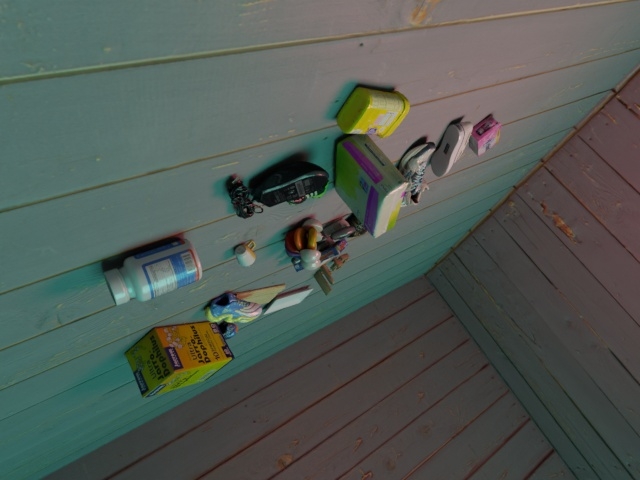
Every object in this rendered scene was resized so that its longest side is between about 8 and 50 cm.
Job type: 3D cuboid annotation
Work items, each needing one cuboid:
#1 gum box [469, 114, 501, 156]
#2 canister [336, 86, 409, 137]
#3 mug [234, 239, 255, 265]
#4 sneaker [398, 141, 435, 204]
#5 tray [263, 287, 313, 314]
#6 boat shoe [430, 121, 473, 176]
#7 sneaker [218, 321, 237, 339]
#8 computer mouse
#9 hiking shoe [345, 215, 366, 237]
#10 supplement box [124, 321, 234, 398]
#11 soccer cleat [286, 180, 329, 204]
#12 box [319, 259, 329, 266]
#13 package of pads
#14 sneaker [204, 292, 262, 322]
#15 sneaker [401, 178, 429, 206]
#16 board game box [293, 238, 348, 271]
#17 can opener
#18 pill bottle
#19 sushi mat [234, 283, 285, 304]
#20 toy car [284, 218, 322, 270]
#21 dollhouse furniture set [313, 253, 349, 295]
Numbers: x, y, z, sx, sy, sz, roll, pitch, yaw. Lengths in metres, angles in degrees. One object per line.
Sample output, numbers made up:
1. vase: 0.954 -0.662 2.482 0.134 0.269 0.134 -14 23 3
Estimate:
1. gum box: 0.668 -0.425 1.749 0.107 0.062 0.188 -38 160 11
2. canister: 0.137 -0.332 1.121 0.170 0.073 0.126 -11 150 -45
3. mug: -0.254 0.038 1.429 0.062 0.078 0.064 -2 152 8
4. sneaker: 0.345 -0.241 1.589 0.110 0.122 0.283 -17 155 -40
5. tray: -0.168 0.303 2.212 0.270 0.030 0.145 -11 150 -48
6. boat shoe: 0.502 -0.348 1.639 0.088 0.096 0.267 -22 150 -17
7. sneaker: -0.494 0.442 1.980 0.221 0.083 0.087 -35 148 -11
8. computer mouse: -0.113 -0.156 1.164 0.273 0.072 0.188 -18 161 -6
9. hiking shoe: 0.154 -0.066 1.757 0.114 0.086 0.226 -29 161 -22
10. supplement box: -0.557 0.469 1.741 0.195 0.194 0.357 -40 160 17
11. soccer cleat: -0.045 -0.154 1.292 0.179 0.060 0.072 -22 149 -47
12. box: -0.006 0.084 1.953 0.081 0.028 0.136 -35 158 5
13. package of pads: 0.139 -0.162 1.294 0.101 0.229 0.296 -32 160 -12
14. sneaker: -0.338 0.270 1.733 0.240 0.091 0.126 -4 141 -32
15. sneaker: 0.329 -0.168 1.741 0.099 0.121 0.262 -14 153 -42
16. board game box: 0.002 0.058 1.746 0.201 0.035 0.136 -24 -173 25
17. can opener: 0.000 0.000 1.686 0.281 0.074 0.093 -29 177 -7
18. pill bottle: -0.438 0.085 1.129 0.222 0.124 0.124 -21 157 -30
19. sushi mat: -0.301 0.261 1.920 0.151 0.019 0.317 -44 158 29
20. toy car: -0.064 0.015 1.560 0.137 0.159 0.182 3 157 0
21. dollhouse furniture set: 0.082 0.170 2.146 0.151 0.123 0.144 -17 155 -40
